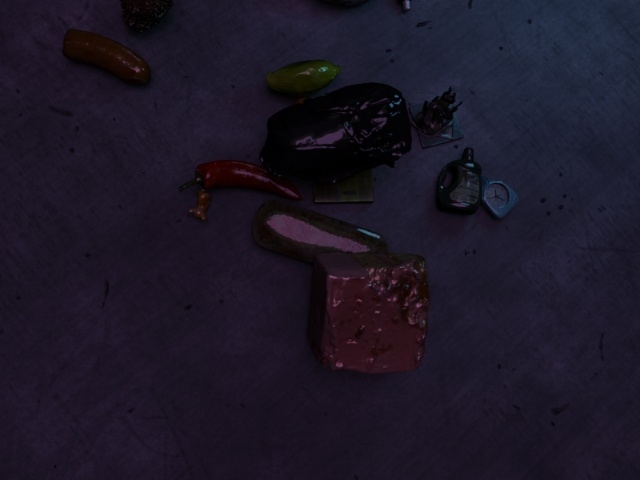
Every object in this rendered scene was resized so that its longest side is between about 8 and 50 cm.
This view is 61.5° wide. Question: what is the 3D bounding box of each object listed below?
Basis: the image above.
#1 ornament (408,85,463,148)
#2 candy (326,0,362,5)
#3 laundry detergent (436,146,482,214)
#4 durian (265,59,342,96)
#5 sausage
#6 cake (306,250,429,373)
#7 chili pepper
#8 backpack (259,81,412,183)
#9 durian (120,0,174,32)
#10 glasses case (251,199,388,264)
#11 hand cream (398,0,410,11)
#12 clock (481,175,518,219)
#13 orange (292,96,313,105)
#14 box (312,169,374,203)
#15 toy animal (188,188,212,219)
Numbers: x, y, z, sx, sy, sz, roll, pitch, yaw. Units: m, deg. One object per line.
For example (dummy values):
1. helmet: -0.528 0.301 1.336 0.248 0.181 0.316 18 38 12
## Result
1. ornament: 0.394 -0.410 1.721 0.166 0.196 0.153 -18 83 -10
2. candy: 0.077 -0.893 1.775 0.289 0.157 0.214 5 94 -14
3. laundry detergent: 0.456 -0.200 1.755 0.144 0.078 0.221 8 79 3
4. durian: -0.048 -0.521 1.705 0.250 0.139 0.101 -13 125 -2
5. sausage: -0.644 -0.557 1.644 0.270 0.109 0.109 24 78 -3
6. cake: 0.133 0.188 1.495 0.307 0.293 0.314 3 98 -8
7. chili pepper: -0.238 -0.187 1.625 0.368 0.092 0.137 1 39 -13
8. backpack: 0.034 -0.306 1.588 0.446 0.363 0.255 -12 114 -3
9. durian: -0.535 -0.725 1.640 0.167 0.196 0.196 25 78 -6
10. glasses case: 0.000 0.000 1.643 0.425 0.098 0.156 18 86 -5
11. hand cream: 0.280 -0.914 1.864 0.084 0.050 0.257 -4 78 -6
12. clock: 0.572 -0.150 1.780 0.108 0.045 0.147 -43 88 -13
13. orange: -0.051 -0.421 1.717 0.085 0.085 0.085 1 81 -8
14. box: 0.072 -0.179 1.719 0.193 0.030 0.121 -1 81 -9
15. toy animal: -0.361 -0.105 1.624 0.060 0.081 0.083 21 58 -7
